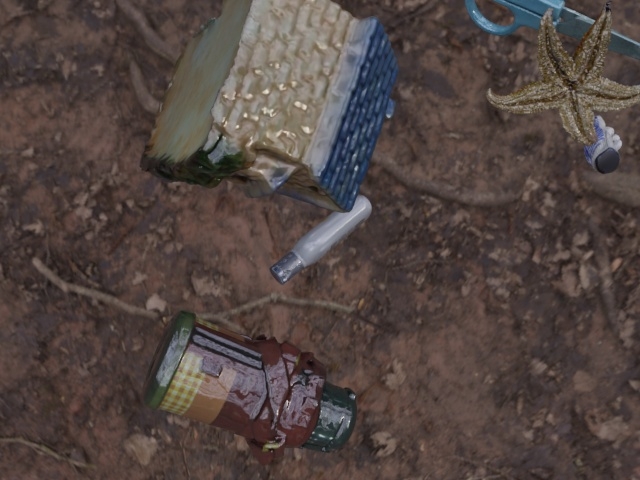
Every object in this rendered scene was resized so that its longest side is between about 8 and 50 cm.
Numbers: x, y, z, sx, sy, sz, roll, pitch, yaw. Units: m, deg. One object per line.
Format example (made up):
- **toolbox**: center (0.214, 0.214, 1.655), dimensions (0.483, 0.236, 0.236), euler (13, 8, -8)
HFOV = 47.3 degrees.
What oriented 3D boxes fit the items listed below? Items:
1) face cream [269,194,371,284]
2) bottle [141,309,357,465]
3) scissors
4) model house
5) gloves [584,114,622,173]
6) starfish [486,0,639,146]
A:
- **face cream**: center (0.000, 0.000, 1.796), dimensions (0.291, 0.144, 0.071), euler (-40, 86, -15)
- **bottle**: center (-0.083, 0.197, 0.933), dimensions (0.271, 0.143, 0.156), euler (24, 84, -12)
- **scissors**: center (0.455, -0.385, 1.306), dimensions (0.447, 0.192, 0.029), euler (32, 69, 22)
- **model house**: center (-0.080, -0.230, 1.442), dimensions (0.400, 0.445, 0.395), euler (21, 77, -27)
- **gloves**: center (0.754, -0.256, 1.956), dimensions (0.097, 0.119, 0.229), euler (-1, 30, 24)
- **starfish**: center (0.364, -0.232, 1.073), dimensions (0.240, 0.227, 0.043), euler (-8, 30, 4)
